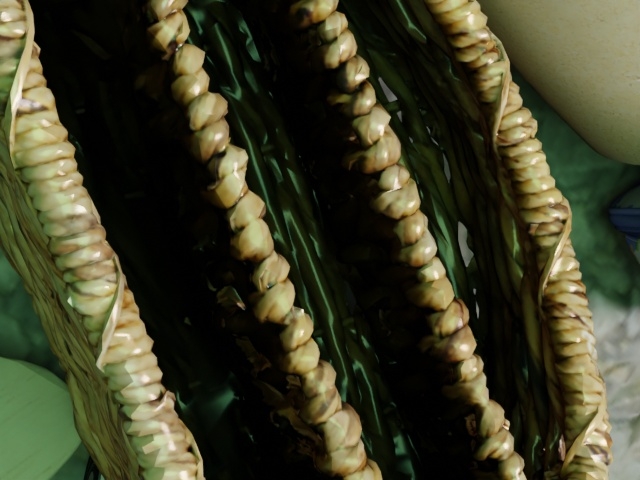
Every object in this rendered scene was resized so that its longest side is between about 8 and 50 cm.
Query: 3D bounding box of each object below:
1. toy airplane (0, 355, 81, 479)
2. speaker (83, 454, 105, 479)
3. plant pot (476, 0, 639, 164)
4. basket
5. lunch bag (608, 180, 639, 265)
[{"bbox_3d":[-0.282,0.221,0.643,0.386,0.272,0.384,-1,56,-4],"label":"toy airplane"},{"bbox_3d":[-0.038,0.127,0.771,0.136,0.055,0.055,11,91,-13],"label":"speaker"},{"bbox_3d":[0.127,-0.179,0.710,0.256,0.256,0.274,-31,115,-9],"label":"plant pot"},{"bbox_3d":[0.000,0.000,0.641,0.214,0.223,0.299,-22,93,-14],"label":"basket"},{"bbox_3d":[0.234,-0.017,0.739,0.176,0.219,0.090,-30,99,-9],"label":"lunch bag"}]
